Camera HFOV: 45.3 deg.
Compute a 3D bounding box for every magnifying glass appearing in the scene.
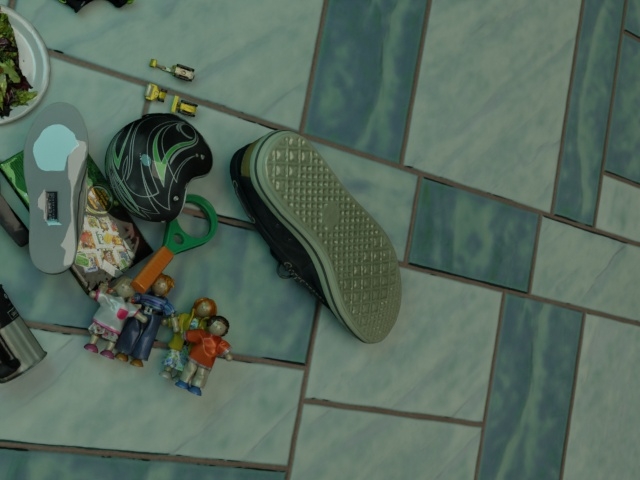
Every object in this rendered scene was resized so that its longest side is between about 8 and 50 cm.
[{"bbox_3d":[-0.253,0.005,1.330,0.092,0.026,0.231,46,44,-15],"label":"magnifying glass"}]

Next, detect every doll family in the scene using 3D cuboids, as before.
[{"bbox_3d":[-0.273,0.146,1.330,0.263,0.118,0.163,24,83,-8],"label":"doll family"}]

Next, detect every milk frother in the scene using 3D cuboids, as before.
[{"bbox_3d":[-0.530,0.164,1.189,0.143,0.129,0.135,-24,104,16],"label":"milk frother"}]

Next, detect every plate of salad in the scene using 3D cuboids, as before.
[{"bbox_3d":[-0.529,-0.284,1.214,0.199,0.048,0.200,1,89,-30],"label":"plate of salad"}]

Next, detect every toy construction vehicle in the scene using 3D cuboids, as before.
[{"bbox_3d":[-0.265,-0.273,1.375,0.098,0.035,0.086,12,94,-26],"label":"toy construction vehicle"}]

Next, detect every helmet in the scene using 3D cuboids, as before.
[{"bbox_3d":[-0.279,-0.119,1.288,0.169,0.169,0.161,54,50,-18],"label":"helmet"}]

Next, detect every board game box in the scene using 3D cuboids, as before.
[{"bbox_3d":[-0.407,-0.051,1.290,0.136,0.030,0.260,-36,106,-23],"label":"board game box"}]

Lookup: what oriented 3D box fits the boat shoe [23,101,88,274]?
[{"bbox_3d":[-0.413,-0.081,1.220,0.096,0.088,0.268,-2,90,-12],"label":"boat shoe"}]

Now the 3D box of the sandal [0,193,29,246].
[{"bbox_3d":[-0.523,-0.105,1.190,0.054,0.097,0.254,-38,117,-13],"label":"sandal"}]

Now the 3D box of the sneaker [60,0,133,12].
[{"bbox_3d":[-0.416,-0.426,1.260,0.234,0.084,0.097,-6,93,-29],"label":"sneaker"}]

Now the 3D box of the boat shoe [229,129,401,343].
[{"bbox_3d":[0.000,0.000,1.453,0.187,0.156,0.500,-52,124,-25],"label":"boat shoe"}]
